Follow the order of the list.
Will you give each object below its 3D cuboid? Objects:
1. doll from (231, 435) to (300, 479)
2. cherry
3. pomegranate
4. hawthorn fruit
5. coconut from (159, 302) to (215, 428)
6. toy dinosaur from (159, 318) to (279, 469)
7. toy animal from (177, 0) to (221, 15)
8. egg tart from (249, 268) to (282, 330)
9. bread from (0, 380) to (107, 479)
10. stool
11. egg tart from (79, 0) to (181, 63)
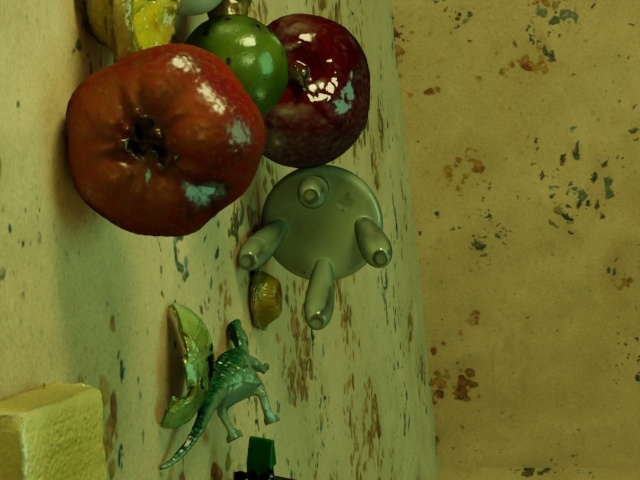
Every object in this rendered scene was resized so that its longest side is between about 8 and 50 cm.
[{"bbox_3d":[-0.096,0.385,1.870,0.186,0.106,0.134,-63,148,-34],"label":"doll"},{"bbox_3d":[-0.024,-0.223,2.086,0.300,0.203,0.230,98,-10,-78],"label":"cherry"},{"bbox_3d":[-0.129,-0.247,1.787,0.220,0.156,0.156,59,0,24],"label":"pomegranate"},{"bbox_3d":[-0.155,-0.104,1.446,0.243,0.207,0.207,-33,121,-84],"label":"hawthorn fruit"},{"bbox_3d":[-0.163,0.158,1.714,0.133,0.055,0.158,18,72,-76],"label":"coconut"},{"bbox_3d":[-0.115,0.233,1.837,0.129,0.076,0.383,50,18,-15],"label":"toy dinosaur"},{"bbox_3d":[-0.140,-0.442,1.680,0.258,0.194,0.357,169,-64,-78],"label":"toy animal"},{"bbox_3d":[-0.083,0.091,2.132,0.105,0.039,0.105,-3,90,-79],"label":"egg tart"},{"bbox_3d":[-0.258,0.200,1.230,0.188,0.068,0.125,-13,101,-77],"label":"bread"},{"bbox_3d":[0.000,0.000,2.094,0.195,0.195,0.199,41,15,-11],"label":"stool"},{"bbox_3d":[-0.208,-0.271,1.485,0.191,0.074,0.191,7,90,-76],"label":"egg tart"}]
